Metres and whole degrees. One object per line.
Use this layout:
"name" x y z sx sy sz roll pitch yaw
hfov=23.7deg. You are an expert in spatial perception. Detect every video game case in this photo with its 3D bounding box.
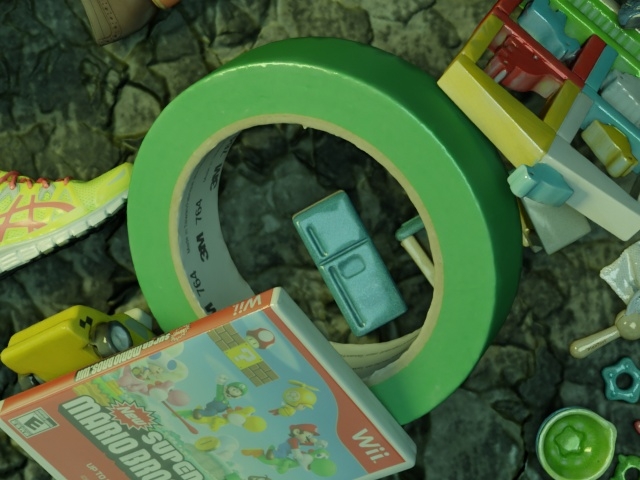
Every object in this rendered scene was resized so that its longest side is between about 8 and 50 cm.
"video game case" -0.094 0.156 1.238 0.285 0.025 0.204 -23 124 25

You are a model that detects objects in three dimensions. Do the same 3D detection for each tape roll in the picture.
"tape roll" 0.000 0.000 1.232 0.321 0.077 0.321 10 115 22

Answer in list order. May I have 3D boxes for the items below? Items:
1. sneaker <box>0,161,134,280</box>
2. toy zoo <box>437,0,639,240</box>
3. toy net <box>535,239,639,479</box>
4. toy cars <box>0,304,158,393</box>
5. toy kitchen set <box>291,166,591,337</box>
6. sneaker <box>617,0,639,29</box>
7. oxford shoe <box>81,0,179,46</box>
"sneaker" -0.252 -0.028 1.301 0.208 0.081 0.094 -25 91 0
"toy zoo" 0.205 -0.118 1.229 0.192 0.293 0.030 40 130 -2
"toy net" 0.277 0.112 1.341 0.122 0.045 0.232 22 91 -2
"toy cars" -0.275 0.088 1.274 0.394 0.176 0.087 9 49 -9
"toy kitchen set" 0.094 -0.014 1.269 0.207 0.166 0.122 -29 93 -1
"sneaker" 0.318 -0.185 1.315 0.135 0.052 0.058 -8 107 -20
"oxford shoe" -0.232 -0.287 1.281 0.098 0.097 0.271 -37 96 5
